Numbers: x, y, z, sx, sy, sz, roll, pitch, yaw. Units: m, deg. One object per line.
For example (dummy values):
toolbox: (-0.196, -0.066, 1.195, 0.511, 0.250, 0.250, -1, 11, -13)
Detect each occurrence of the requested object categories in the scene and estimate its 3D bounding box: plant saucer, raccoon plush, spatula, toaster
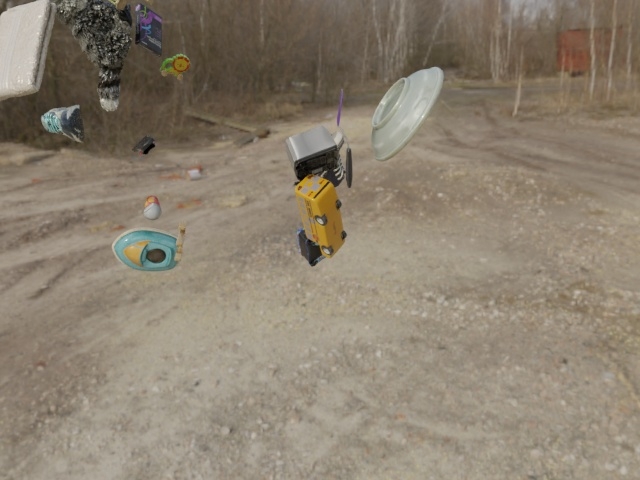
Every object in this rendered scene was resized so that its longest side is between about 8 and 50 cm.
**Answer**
plant saucer: (0.290, -0.488, 2.003, 0.100, 0.400, 0.400, 30, 11, -16)
raccoon plush: (-0.821, -0.676, 1.839, 0.299, 0.446, 0.216, -1, 17, -34)
spatula: (0.072, -0.294, 1.601, 0.030, 0.296, 0.084, -8, 26, 5)
toaster: (-0.035, -0.300, 1.899, 0.186, 0.110, 0.168, -22, -17, -5)

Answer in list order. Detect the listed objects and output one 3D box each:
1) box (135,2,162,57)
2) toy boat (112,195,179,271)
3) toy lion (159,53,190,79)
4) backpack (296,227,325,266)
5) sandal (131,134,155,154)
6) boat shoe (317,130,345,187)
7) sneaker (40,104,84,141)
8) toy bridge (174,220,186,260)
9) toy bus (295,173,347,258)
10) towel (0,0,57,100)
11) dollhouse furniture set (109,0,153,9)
box: (-0.645, -0.789, 2.025, 0.029, 0.162, 0.116, -5, -8, 26)
toy boat: (-0.670, -0.014, 2.104, 0.267, 0.318, 0.148, 4, 24, -20)
toy lion: (-0.547, -0.663, 2.039, 0.100, 0.096, 0.034, 4, 42, -36)
backpack: (0.000, 0.000, 2.249, 0.173, 0.158, 0.117, -26, 44, -19)
sandal: (-0.509, -0.272, 1.574, 0.067, 0.040, 0.179, -50, 27, -9)
boat shoe: (0.059, -0.335, 2.307, 0.158, 0.127, 0.340, 33, -24, -10)
sneaker: (-0.837, -0.375, 1.746, 0.122, 0.110, 0.283, -10, 19, -20)
toy bridge: (-0.518, -0.005, 1.999, 0.026, 0.188, 0.063, 12, 43, -10)
toy bus: (0.005, -0.081, 1.993, 0.130, 0.332, 0.108, 26, 60, 27)
towel: (-0.808, -0.512, 1.444, 0.187, 0.282, 0.049, -4, -16, 23)
dollhouse furniture set: (-0.645, -0.800, 1.697, 0.182, 0.101, 0.161, 30, 0, -5)
